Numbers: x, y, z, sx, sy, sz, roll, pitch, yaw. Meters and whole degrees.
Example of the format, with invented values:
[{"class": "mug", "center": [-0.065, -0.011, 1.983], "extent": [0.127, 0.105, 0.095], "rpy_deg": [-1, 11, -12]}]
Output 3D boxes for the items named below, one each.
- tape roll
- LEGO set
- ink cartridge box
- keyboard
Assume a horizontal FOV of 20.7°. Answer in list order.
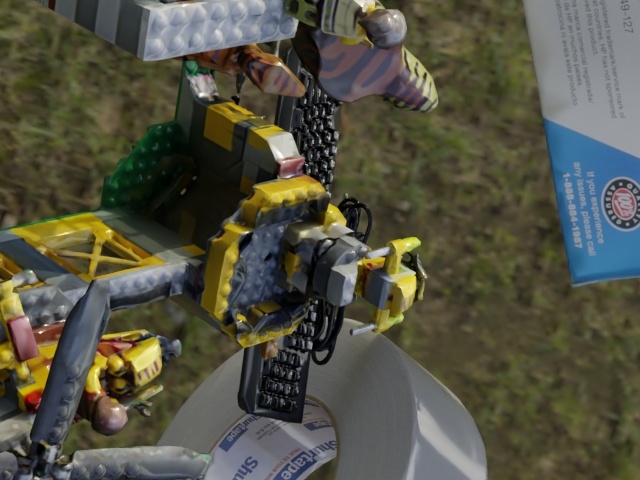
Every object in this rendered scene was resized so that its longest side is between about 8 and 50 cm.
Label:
[{"class": "tape roll", "center": [-0.012, 0.155, 1.011], "extent": [0.072, 0.219, 0.219], "rpy_deg": [39, 75, -35]}, {"class": "LEGO set", "center": [-0.021, -0.061, 0.489], "extent": [0.255, 0.192, 0.331], "rpy_deg": [-5, 118, -49]}, {"class": "ink cartridge box", "center": [0.241, -0.089, 0.884], "extent": [0.168, 0.233, 0.171], "rpy_deg": [-32, 114, -66]}, {"class": "keyboard", "center": [0.000, 0.000, 0.915], "extent": [0.100, 0.038, 0.192], "rpy_deg": [26, 71, -69]}]
